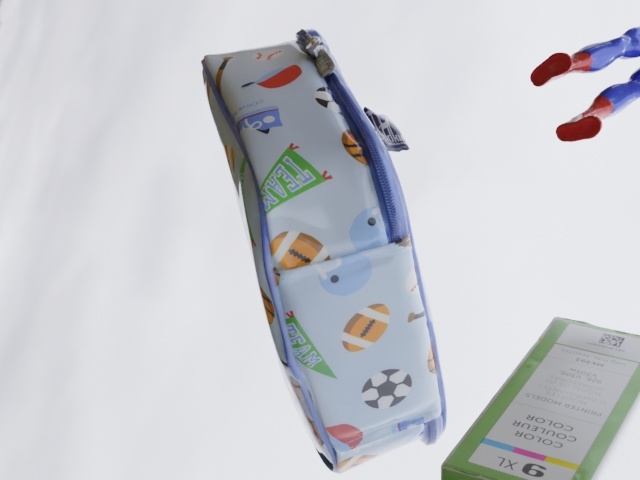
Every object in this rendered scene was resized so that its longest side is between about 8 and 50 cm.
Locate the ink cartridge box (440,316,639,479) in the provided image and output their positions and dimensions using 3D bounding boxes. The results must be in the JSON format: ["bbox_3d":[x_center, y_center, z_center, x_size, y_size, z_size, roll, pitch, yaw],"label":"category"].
[{"bbox_3d":[0.094,0.126,0.512,0.209,0.062,0.109,-38,134,-55],"label":"ink cartridge box"}]

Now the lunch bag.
[{"bbox_3d":[0.000,0.000,0.867,0.243,0.115,0.303,-113,-170,-52],"label":"lunch bag"}]

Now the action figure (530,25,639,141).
[{"bbox_3d":[0.328,-0.177,1.047,0.139,0.280,0.091,-19,-83,51],"label":"action figure"}]
